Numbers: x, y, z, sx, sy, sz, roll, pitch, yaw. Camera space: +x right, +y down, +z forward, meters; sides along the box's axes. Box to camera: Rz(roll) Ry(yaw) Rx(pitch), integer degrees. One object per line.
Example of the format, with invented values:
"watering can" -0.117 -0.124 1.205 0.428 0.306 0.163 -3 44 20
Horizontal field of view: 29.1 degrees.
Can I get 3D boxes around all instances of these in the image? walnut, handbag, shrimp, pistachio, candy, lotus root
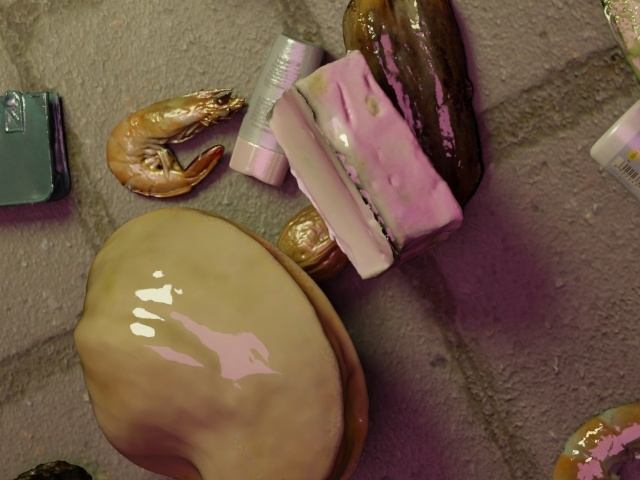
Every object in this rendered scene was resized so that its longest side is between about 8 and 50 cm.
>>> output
"walnut" 0.000 0.000 1.650 0.124 0.105 0.105 -34 86 1
"handbag" -0.480 -0.134 1.789 0.229 0.062 0.179 -5 91 16
"shrimp" -0.193 -0.135 1.711 0.236 0.053 0.133 -21 88 20
"shrimp" 0.401 0.307 1.597 0.185 0.068 0.287 33 93 6
"pistachio" -0.137 0.164 1.607 0.365 0.281 0.445 -43 80 27
"candy" 0.049 -0.089 1.552 0.116 0.155 0.265 -31 84 -21
"lotus root" 0.116 -0.180 1.609 0.167 0.078 0.329 -15 91 18

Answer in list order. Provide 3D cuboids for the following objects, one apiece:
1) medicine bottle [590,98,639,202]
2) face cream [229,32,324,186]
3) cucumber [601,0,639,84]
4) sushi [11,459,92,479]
"medicine bottle" 0.431 -0.081 1.518 0.186 0.103 0.103 45 105 7
"face cream" -0.056 -0.176 1.668 0.084 0.057 0.198 24 103 14
"cucumber" 0.459 -0.221 1.497 0.145 0.105 0.325 -43 81 17
"sushi" -0.352 0.479 1.742 0.234 0.207 0.348 -33 84 23
